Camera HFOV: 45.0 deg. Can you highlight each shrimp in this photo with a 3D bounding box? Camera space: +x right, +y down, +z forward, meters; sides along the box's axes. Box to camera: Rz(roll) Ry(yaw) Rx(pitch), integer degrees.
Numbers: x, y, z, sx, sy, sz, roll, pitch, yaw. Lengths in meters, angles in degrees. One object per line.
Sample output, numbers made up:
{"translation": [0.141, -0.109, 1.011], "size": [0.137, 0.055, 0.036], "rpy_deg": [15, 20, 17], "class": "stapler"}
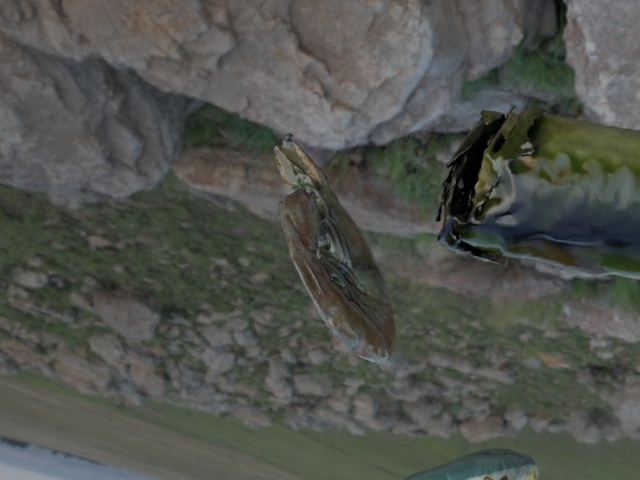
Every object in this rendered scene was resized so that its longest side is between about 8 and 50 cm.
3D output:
{"translation": [0.000, 0.000, 0.639], "size": [0.047, 0.223, 0.126], "rpy_deg": [-35, 155, 19], "class": "shrimp"}

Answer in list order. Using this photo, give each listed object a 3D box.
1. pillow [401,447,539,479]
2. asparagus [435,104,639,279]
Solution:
{"translation": [0.217, 0.378, 1.168], "size": [0.233, 0.086, 0.214], "rpy_deg": [-28, 152, 15], "class": "pillow"}
{"translation": [0.281, -0.019, 0.578], "size": [0.382, 0.128, 0.108], "rpy_deg": [11, -167, 15], "class": "asparagus"}
